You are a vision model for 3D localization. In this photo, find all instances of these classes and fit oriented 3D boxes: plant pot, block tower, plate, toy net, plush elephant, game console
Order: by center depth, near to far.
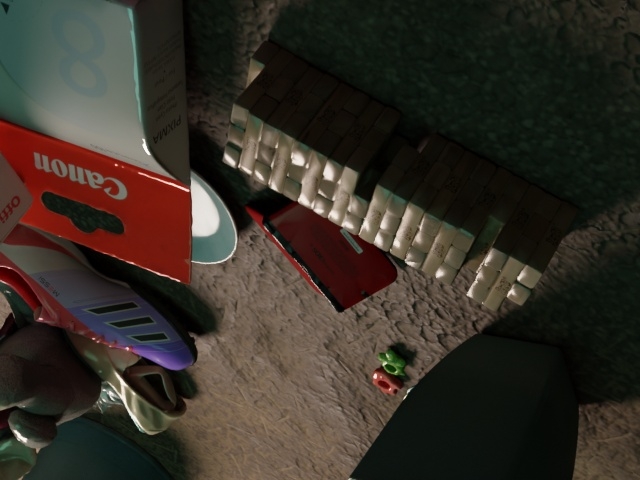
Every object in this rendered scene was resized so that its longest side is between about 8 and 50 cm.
[{"bbox_3d":[0.064,-0.057,1.158,0.335,0.097,0.091,30,146,8],"label":"block tower"},{"bbox_3d":[0.173,0.221,1.284,0.165,0.234,0.166,8,139,34],"label":"plant pot"},{"bbox_3d":[0.000,0.000,1.356,0.124,0.085,0.144,-31,114,21],"label":"game console"},{"bbox_3d":[-0.172,-0.046,1.436,0.188,0.024,0.188,23,145,18],"label":"plate"},{"bbox_3d":[0.111,0.227,1.516,0.122,0.045,0.232,23,145,16],"label":"toy net"},{"bbox_3d":[-0.461,0.206,1.767,0.255,0.272,0.330,-25,145,14],"label":"plush elephant"},{"bbox_3d":[-0.417,0.487,2.103,0.271,0.255,0.272,23,145,17],"label":"plant pot"}]

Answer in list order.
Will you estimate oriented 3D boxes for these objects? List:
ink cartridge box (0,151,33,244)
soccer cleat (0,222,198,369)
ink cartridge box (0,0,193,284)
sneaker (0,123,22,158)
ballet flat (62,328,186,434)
[{"bbox_3d":[-0.425,-0.067,1.321,0.085,0.148,0.203,7,140,34],"label":"ink cartridge box"},{"bbox_3d":[-0.312,0.092,1.643,0.318,0.116,0.108,37,147,-3],"label":"soccer cleat"},{"bbox_3d":[-0.289,-0.130,1.301,0.308,0.091,0.385,19,129,21],"label":"ink cartridge box"},{"bbox_3d":[-0.365,-0.136,1.457,0.066,0.071,0.188,35,130,7],"label":"sneaker"},{"bbox_3d":[-0.274,0.182,1.774,0.086,0.086,0.248,0,135,40],"label":"ballet flat"}]
